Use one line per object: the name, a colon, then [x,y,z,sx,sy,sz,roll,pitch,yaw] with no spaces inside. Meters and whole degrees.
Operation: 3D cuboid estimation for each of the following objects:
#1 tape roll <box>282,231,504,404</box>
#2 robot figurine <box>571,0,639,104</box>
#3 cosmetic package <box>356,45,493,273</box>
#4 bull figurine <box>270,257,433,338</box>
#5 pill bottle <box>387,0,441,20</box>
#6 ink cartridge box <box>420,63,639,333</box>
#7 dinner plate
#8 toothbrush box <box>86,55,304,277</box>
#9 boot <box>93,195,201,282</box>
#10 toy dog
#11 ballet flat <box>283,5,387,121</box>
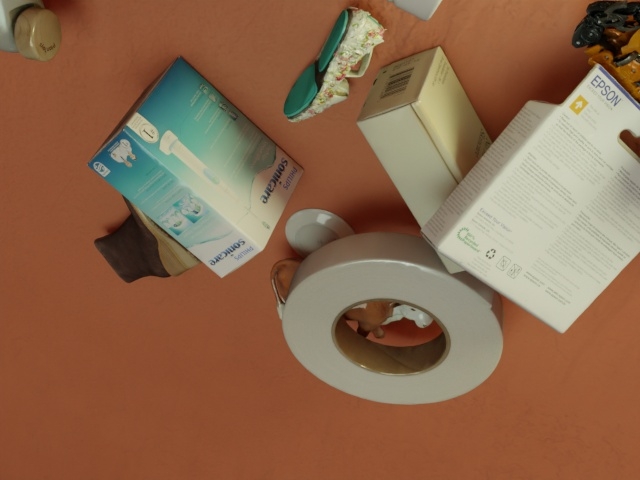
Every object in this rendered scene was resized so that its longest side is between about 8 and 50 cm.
tape roll: [0.127,0.146,1.660,0.392,0.072,0.392,8,136,7]
robot figurine: [0.466,-0.262,1.212,0.211,0.085,0.291,39,156,-19]
cosmetic package: [0.190,-0.119,1.459,0.113,0.160,0.309,-16,124,33]
bull figurine: [0.056,0.117,1.774,0.310,0.101,0.188,16,131,7]
pill bottle: [0.019,-0.439,1.199,0.361,0.204,0.204,28,136,-4]
ink cartridge box: [0.359,-0.055,1.386,0.324,0.071,0.330,32,102,-36]
dinner plate: [0.000,0.000,1.753,0.141,0.017,0.141,11,134,11]
toothbrush box: [-0.198,-0.121,1.582,0.295,0.216,0.126,40,134,-17]
boot: [-0.366,-0.014,1.841,0.207,0.090,0.248,-12,129,29]
toy dog: [-0.480,-0.433,1.488,0.220,0.161,0.334,25,121,4]
ballet flat: [0.023,-0.255,1.461,0.077,0.091,0.241,14,144,-22]
